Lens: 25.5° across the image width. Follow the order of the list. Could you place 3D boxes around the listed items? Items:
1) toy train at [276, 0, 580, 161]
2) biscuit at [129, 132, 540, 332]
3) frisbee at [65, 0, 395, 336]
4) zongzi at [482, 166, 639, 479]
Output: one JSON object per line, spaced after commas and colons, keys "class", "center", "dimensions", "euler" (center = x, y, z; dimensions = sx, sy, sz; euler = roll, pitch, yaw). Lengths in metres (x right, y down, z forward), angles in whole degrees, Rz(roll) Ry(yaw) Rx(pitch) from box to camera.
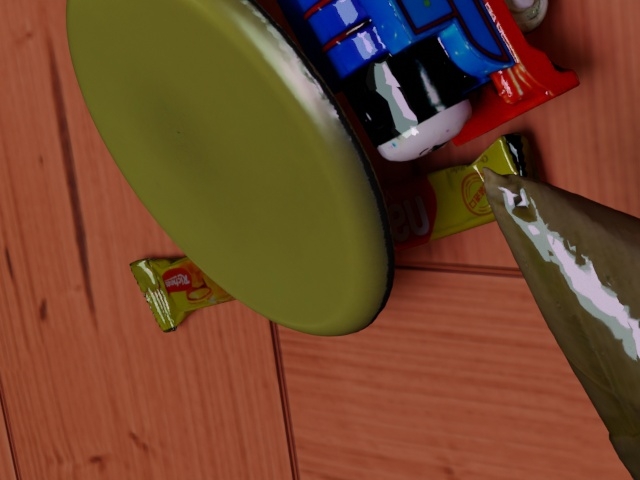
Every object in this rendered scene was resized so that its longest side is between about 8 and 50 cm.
{"class": "toy train", "center": [0.017, -0.132, 0.637], "dimensions": [0.204, 0.131, 0.083], "euler": [61, 148, -2]}
{"class": "biscuit", "center": [0.000, 0.000, 0.775], "dimensions": [0.292, 0.026, 0.048], "euler": [-18, 91, 41]}
{"class": "frisbee", "center": [-0.053, -0.046, 0.708], "dimensions": [0.236, 0.017, 0.236], "euler": [38, 151, 25]}
{"class": "zongzi", "center": [0.232, 0.068, 0.510], "dimensions": [0.274, 0.145, 0.300], "euler": [-11, 125, 40]}
